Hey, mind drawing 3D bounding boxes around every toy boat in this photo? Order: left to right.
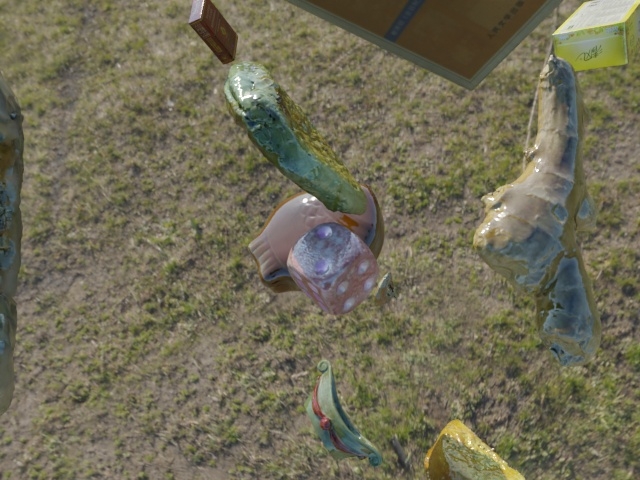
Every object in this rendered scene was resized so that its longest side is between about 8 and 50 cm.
[{"bbox_3d":[0.026,0.285,0.882,0.071,0.089,0.185,-32,67,-2],"label":"toy boat"}]

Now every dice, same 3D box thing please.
[{"bbox_3d":[0.016,0.038,0.748,0.091,0.093,0.094,-44,50,-15],"label":"dice"}]

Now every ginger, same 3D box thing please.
[{"bbox_3d":[0.246,-0.039,0.602,0.147,0.081,0.334,14,75,2],"label":"ginger"}]

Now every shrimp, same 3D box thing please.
[{"bbox_3d":[0.191,0.140,1.585,0.042,0.190,0.101,24,91,19],"label":"shrimp"}]

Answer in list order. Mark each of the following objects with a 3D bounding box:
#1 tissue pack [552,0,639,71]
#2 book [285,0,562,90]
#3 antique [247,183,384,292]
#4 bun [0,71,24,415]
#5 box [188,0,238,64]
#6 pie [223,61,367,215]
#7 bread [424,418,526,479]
[{"bbox_3d":[0.416,-0.307,0.814,0.095,0.062,0.176,4,35,39],"label":"tissue pack"},{"bbox_3d":[0.061,-0.210,0.408,0.241,0.170,0.018,20,62,-14],"label":"book"},{"bbox_3d":[0.000,0.000,1.102,0.278,0.129,0.224,-34,59,-1],"label":"antique"},{"bbox_3d":[-0.304,-0.007,0.346,0.204,0.281,0.282,4,50,-30],"label":"bun"},{"bbox_3d":[-0.150,-0.298,0.784,0.023,0.082,0.052,-11,59,24],"label":"box"},{"bbox_3d":[-0.038,-0.138,0.789,0.078,0.277,0.277,-37,57,10],"label":"pie"},{"bbox_3d":[0.298,0.478,1.116,0.139,0.143,0.229,-3,26,-36],"label":"bread"}]
